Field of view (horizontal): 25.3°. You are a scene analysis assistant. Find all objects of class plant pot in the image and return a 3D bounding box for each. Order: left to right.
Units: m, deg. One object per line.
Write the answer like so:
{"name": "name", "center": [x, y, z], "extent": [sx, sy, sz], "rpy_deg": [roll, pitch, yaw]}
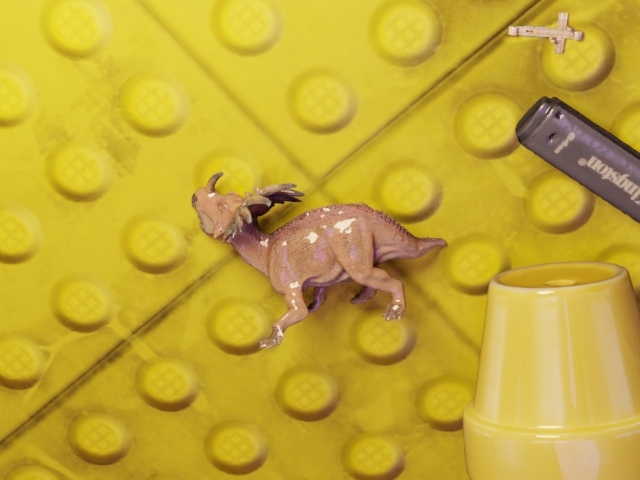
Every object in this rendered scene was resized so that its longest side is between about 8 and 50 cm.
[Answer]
{"name": "plant pot", "center": [0.289, 0.156, 1.681], "extent": [0.254, 0.254, 0.238], "rpy_deg": [-5, 100, 6]}

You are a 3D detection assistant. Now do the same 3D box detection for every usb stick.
{"name": "usb stick", "center": [0.355, -0.072, 1.665], "extent": [0.278, 0.045, 0.077], "rpy_deg": [33, 130, -10]}

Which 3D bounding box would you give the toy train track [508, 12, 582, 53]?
{"name": "toy train track", "center": [0.256, -0.235, 1.619], "extent": [0.083, 0.014, 0.048], "rpy_deg": [4, 114, 2]}

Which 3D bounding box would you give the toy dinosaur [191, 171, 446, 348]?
{"name": "toy dinosaur", "center": [0.000, 0.000, 1.688], "extent": [0.296, 0.127, 0.200], "rpy_deg": [-11, 106, 3]}
